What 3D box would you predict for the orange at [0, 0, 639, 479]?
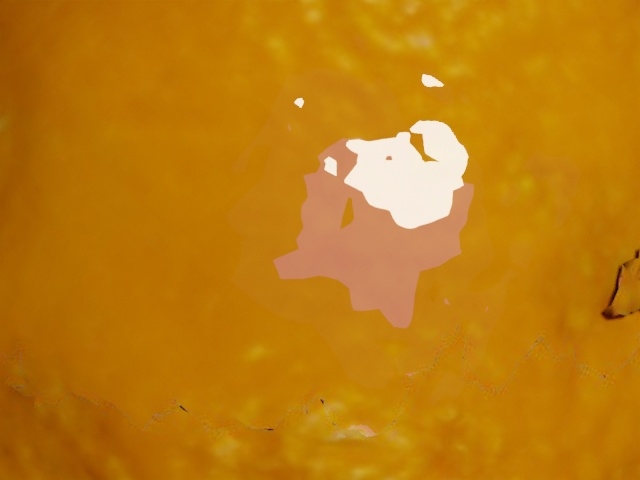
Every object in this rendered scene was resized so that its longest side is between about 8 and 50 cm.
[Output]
[{"bbox_3d":[0.000,0.000,0.431,0.246,0.246,0.246,1,87,-13],"label":"orange"}]
